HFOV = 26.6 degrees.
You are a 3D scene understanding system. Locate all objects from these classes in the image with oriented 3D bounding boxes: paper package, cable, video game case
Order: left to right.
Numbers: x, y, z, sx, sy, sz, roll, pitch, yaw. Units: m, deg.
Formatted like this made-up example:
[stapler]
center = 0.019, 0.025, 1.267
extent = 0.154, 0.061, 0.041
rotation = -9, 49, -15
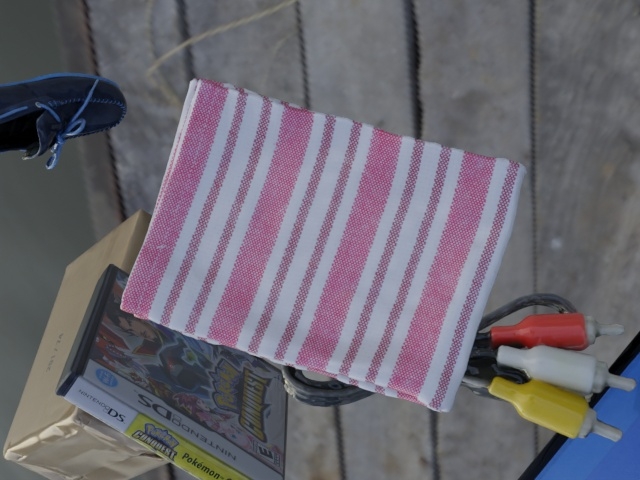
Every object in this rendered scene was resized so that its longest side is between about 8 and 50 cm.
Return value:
[paper package]
center = -0.284, 0.165, 1.920
extent = 0.168, 0.324, 0.309
rotation = 27, 150, -22
[video game case]
center = -0.144, 0.151, 1.433
extent = 0.248, 0.275, 0.035
rotation = 33, 108, -12
[cable]
center = 0.115, 0.088, 1.129
extent = 0.287, 0.139, 0.072
rotation = 9, 149, -2

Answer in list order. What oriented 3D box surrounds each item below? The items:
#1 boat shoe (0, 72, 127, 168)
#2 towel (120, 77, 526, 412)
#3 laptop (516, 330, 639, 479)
[boat shoe]
center = -0.337, -0.125, 1.553
extent = 0.089, 0.258, 0.109
rotation = 57, 144, 29
[towel]
center = 0.000, 0.000, 0.744
extent = 0.197, 0.029, 0.144
rotation = 16, 86, 11
[laptop]
center = 0.329, 0.231, 1.158
extent = 0.137, 0.264, 0.234
rotation = 26, 108, -28
